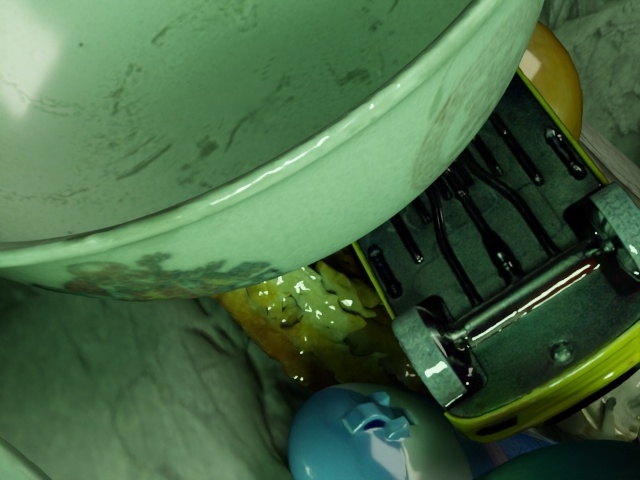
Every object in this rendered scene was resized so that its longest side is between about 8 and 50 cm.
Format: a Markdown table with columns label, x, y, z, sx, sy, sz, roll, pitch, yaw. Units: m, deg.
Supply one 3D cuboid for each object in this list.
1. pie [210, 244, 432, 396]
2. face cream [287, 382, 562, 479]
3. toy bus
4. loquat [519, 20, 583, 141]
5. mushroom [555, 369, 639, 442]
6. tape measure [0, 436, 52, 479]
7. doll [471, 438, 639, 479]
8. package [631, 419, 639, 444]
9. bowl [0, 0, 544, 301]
| label | x | y | z | sx | sy | sz | roll | pitch | yaw |
| --- | --- | --- | --- | --- | --- | --- | --- | --- | --- |
| pie | -0.001 | 0.001 | 0.931 | 0.308 | 0.085 | 0.308 | 37 | 19 | -15 |
| face cream | 0.083 | 0.145 | 0.773 | 0.264 | 0.083 | 0.149 | 25 | 16 | -44 |
| toy bus | 0.092 | -0.019 | 0.804 | 0.151 | 0.145 | 0.331 | 51 | 9 | -46 |
| loquat | 0.114 | -0.117 | 1.219 | 0.235 | 0.235 | 0.235 | 38 | 18 | -15 |
| mushroom | 0.213 | 0.088 | 1.176 | 0.099 | 0.096 | 0.278 | 37 | 14 | -19 |
| tape measure | -0.094 | 0.135 | 0.394 | 0.351 | 0.098 | 0.215 | 26 | 22 | -34 |
| doll | 0.155 | 0.192 | 0.623 | 0.321 | 0.186 | 0.199 | 10 | 49 | -43 |
| package | 0.279 | 0.147 | 1.195 | 0.108 | 0.031 | 0.121 | -102 | 177 | -61 |
| bowl | -0.050 | -0.111 | 0.706 | 0.435 | 0.434 | 0.196 | 60 | 0 | 44 |
